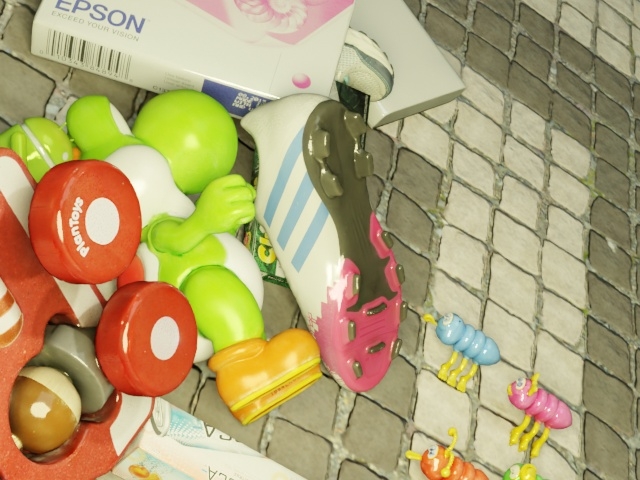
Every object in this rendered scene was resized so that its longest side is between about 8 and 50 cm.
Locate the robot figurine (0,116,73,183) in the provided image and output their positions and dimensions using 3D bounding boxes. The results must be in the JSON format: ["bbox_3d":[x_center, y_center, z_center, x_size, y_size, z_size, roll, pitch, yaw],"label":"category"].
[{"bbox_3d":[-0.287,-0.073,1.258,0.115,0.101,0.067,-35,79,-10],"label":"robot figurine"}]

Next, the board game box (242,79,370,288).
[{"bbox_3d":[-0.015,-0.069,1.491,0.136,0.030,0.259,21,64,-31],"label":"board game box"}]

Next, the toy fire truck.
[{"bbox_3d":[-0.252,0.084,1.062,0.254,0.169,0.302,-53,133,-40],"label":"toy fire truck"}]

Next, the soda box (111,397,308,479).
[{"bbox_3d":[-0.097,0.220,1.221,0.183,0.058,0.063,32,42,-18],"label":"soda box"}]

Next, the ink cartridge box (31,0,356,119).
[{"bbox_3d":[-0.120,-0.297,1.492,0.324,0.071,0.330,16,57,-4],"label":"ink cartridge box"}]

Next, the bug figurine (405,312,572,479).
[{"bbox_3d":[0.195,0.206,1.477,0.216,0.072,0.279,31,42,-19],"label":"bug figurine"}]

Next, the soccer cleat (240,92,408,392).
[{"bbox_3d":[0.000,0.000,1.402,0.116,0.143,0.331,-29,117,-42],"label":"soccer cleat"}]

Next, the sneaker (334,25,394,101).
[{"bbox_3d":[-0.042,-0.201,1.589,0.283,0.110,0.122,14,58,-22],"label":"sneaker"}]

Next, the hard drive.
[{"bbox_3d":[0.048,-0.301,1.782,0.203,0.040,0.307,-24,76,-48],"label":"hard drive"}]

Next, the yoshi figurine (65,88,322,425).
[{"bbox_3d":[-0.108,-0.013,1.307,0.362,0.203,0.203,56,33,13],"label":"yoshi figurine"}]
